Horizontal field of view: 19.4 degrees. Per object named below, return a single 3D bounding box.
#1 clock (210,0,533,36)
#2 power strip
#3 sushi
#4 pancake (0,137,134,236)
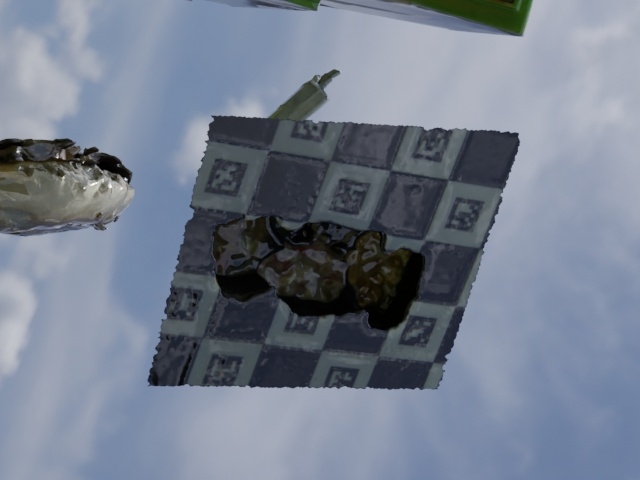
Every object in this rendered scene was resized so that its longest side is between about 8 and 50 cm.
[{"bbox_3d":[0.013,-0.249,1.082,0.309,0.166,0.235,14,-91,24],"label":"clock"},{"bbox_3d":[-0.051,-0.109,1.899,0.191,0.030,0.047,-42,-174,-2],"label":"power strip"},{"bbox_3d":[0.000,0.000,1.189,0.050,0.215,0.192,51,-49,53],"label":"sushi"},{"bbox_3d":[-0.325,-0.032,1.475,0.382,0.382,0.071,-8,-97,64],"label":"pancake"}]
